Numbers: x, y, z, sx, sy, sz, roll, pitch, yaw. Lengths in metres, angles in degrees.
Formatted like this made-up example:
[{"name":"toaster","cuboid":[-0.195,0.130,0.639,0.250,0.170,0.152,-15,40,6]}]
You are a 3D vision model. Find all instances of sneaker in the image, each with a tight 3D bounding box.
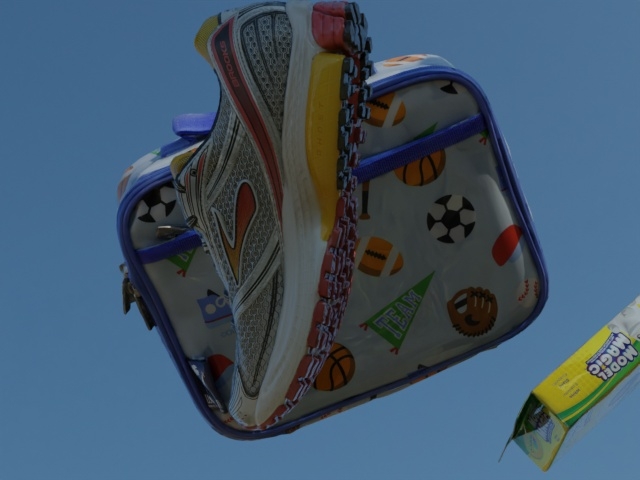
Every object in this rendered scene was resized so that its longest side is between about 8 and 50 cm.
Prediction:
[{"name":"sneaker","cuboid":[-0.029,-0.013,0.755,0.093,0.088,0.225,7,-78,11]}]

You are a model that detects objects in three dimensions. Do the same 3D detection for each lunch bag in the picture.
[{"name":"lunch bag","cuboid":[0.000,0.000,1.090,0.303,0.115,0.243,-22,-70,-1]}]

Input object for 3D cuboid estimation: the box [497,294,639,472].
[{"name":"box","cuboid":[0.209,0.105,1.111,0.179,0.043,0.105,-37,-20,-18]}]
